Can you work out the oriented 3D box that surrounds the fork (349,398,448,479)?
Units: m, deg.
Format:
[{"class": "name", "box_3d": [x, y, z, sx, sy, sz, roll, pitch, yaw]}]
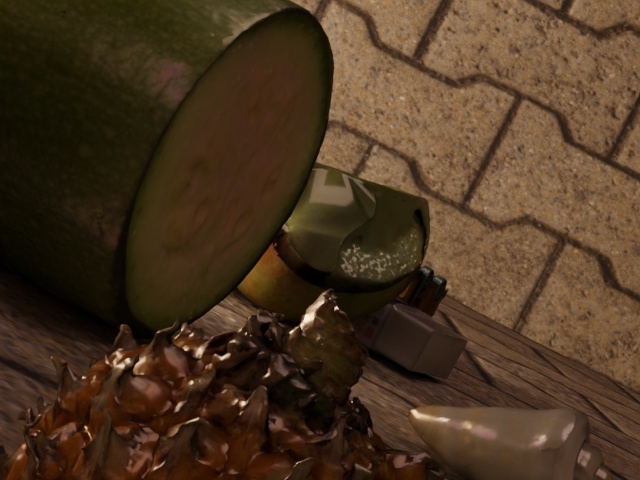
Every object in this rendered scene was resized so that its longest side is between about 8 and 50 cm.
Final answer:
[{"class": "fork", "box_3d": [0.052, 0.149, 0.870, 0.219, 0.034, 0.028, 31, -21, 29]}]

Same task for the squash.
[{"class": "squash", "box_3d": [-0.217, -0.127, 0.934, 0.384, 0.263, 0.263, 29, 4, 18]}]

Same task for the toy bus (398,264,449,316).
[{"class": "toy bus", "box_3d": [0.092, 0.068, 1.644, 0.091, 0.103, 0.182, 28, -2, 19]}]

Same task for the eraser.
[{"class": "eraser", "box_3d": [0.051, 0.081, 1.461, 0.210, 0.068, 0.124, 30, 2, 27]}]

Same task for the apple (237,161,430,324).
[{"class": "apple", "box_3d": [0.000, 0.000, 1.339, 0.188, 0.173, 0.207, 19, 20, -31]}]

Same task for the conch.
[{"class": "conch", "box_3d": [0.152, 0.175, 0.995, 0.176, 0.094, 0.104, -1, 4, 29]}]

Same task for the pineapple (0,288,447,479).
[{"class": "pineapple", "box_3d": [-0.023, 0.079, 0.447, 0.176, 0.136, 0.161, 31, 5, 33]}]
